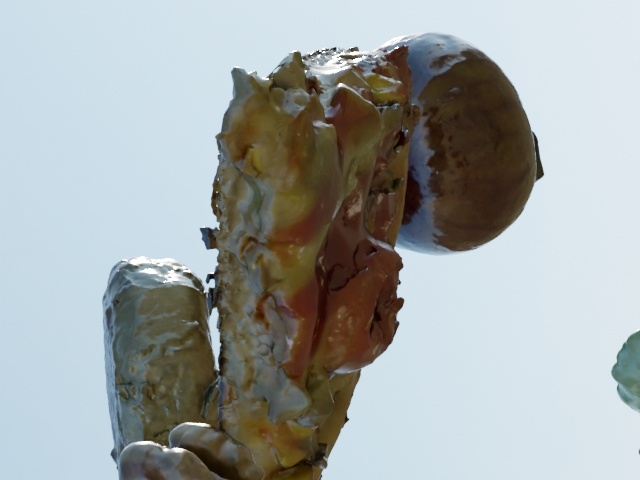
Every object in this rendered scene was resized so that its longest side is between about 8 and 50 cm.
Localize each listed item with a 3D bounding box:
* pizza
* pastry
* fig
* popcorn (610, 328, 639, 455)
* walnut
[{"bbox_3d":[0.000,0.000,1.327,0.406,0.130,0.440,66,-145,-69],"label":"pizza"},{"bbox_3d":[-0.155,0.132,1.762,0.257,0.120,0.236,-113,21,-62],"label":"pastry"},{"bbox_3d":[0.120,-0.100,1.844,0.214,0.235,0.235,-52,-32,-37],"label":"fig"},{"bbox_3d":[0.268,0.064,0.957,0.221,0.183,0.204,-54,-15,12],"label":"popcorn"},{"bbox_3d":[-0.058,0.190,1.047,0.143,0.069,0.170,-18,-95,-65],"label":"walnut"}]
